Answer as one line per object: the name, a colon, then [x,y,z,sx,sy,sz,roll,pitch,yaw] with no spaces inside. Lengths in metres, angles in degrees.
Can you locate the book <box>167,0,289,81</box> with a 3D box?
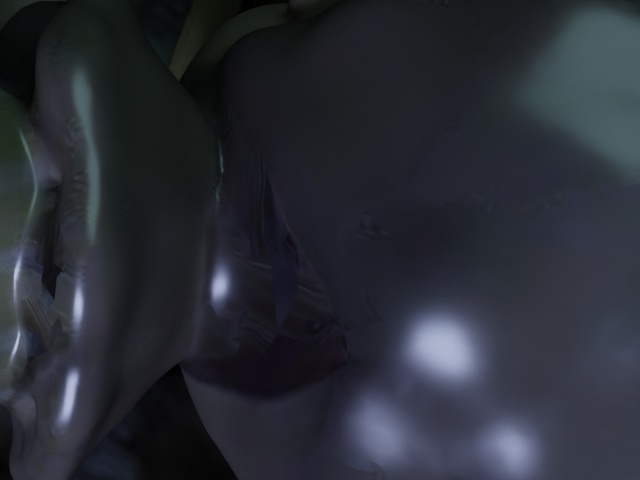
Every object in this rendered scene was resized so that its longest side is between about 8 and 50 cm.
book: [0.051,-0.133,0.625,0.231,0.161,0.026,-29,71,-35]

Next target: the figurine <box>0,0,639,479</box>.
figurine: [-0.001,0.000,0.482,0.380,0.248,0.203,-1,24,-23]
